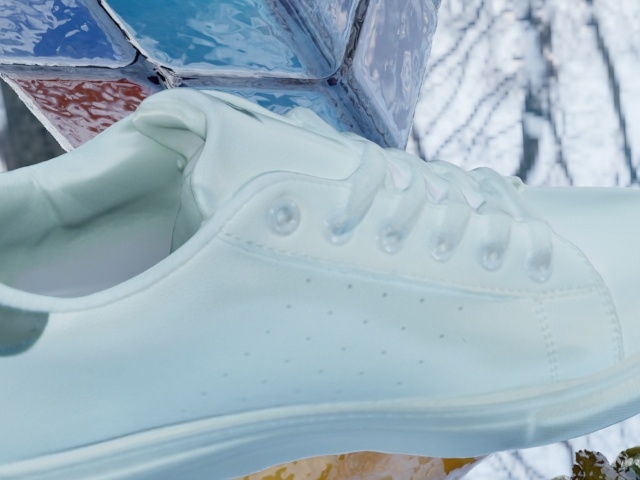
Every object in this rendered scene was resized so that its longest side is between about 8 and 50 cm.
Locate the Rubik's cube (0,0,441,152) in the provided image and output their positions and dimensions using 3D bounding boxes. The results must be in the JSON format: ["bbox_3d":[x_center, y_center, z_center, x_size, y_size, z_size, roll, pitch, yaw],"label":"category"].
[{"bbox_3d":[-0.086,-0.257,1.188,0.316,0.318,0.313,5,-114,24],"label":"Rubik's cube"}]

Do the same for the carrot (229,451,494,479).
[{"bbox_3d":[0.020,0.104,0.990,0.254,0.196,0.196,-42,-152,-2],"label":"carrot"}]

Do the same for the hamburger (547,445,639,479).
[{"bbox_3d":[0.229,0.214,0.952,0.130,0.206,0.183,-39,-139,-8],"label":"hamburger"}]

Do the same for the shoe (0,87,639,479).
[{"bbox_3d":[0.000,0.000,0.589,0.363,0.160,0.131,-11,-142,-13],"label":"shoe"}]
